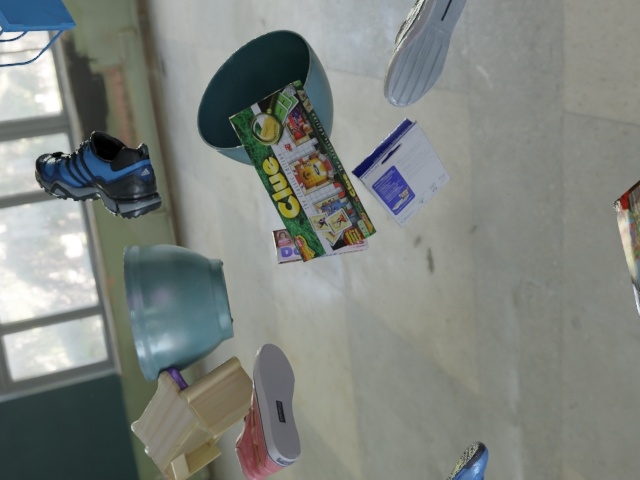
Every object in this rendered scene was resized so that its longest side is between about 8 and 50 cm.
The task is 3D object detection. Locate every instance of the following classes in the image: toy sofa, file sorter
[{"bbox_3d":[-0.275,0.382,1.809,0.177,0.150,0.362,50,141,13],"label":"toy sofa"},{"bbox_3d":[-0.435,-0.325,1.095,0.104,0.118,0.170,-33,87,33],"label":"file sorter"}]

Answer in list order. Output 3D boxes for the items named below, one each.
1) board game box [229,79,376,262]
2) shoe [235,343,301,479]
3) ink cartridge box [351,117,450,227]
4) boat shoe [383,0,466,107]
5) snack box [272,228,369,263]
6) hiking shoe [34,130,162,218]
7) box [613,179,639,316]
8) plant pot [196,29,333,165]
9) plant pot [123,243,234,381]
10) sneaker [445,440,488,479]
[{"bbox_3d":[-0.029,-0.102,1.277,0.136,0.030,0.259,-23,99,36],"label":"board game box"},{"bbox_3d":[-0.078,0.228,1.098,0.081,0.063,0.178,-41,43,32],"label":"shoe"},{"bbox_3d":[0.169,-0.149,1.755,0.065,0.165,0.333,47,-178,25],"label":"ink cartridge box"},{"bbox_3d":[0.160,-0.313,1.308,0.226,0.083,0.076,-60,26,-1],"label":"boat shoe"},{"bbox_3d":[0.000,0.000,1.580,0.022,0.178,0.064,118,142,-71],"label":"snack box"},{"bbox_3d":[-0.397,-0.136,1.472,0.304,0.113,0.132,15,115,31],"label":"hiking shoe"},{"bbox_3d":[0.534,0.040,1.236,0.201,0.057,0.293,105,160,-70],"label":"box"},{"bbox_3d":[-0.084,-0.264,1.729,0.195,0.290,0.290,38,-166,-44],"label":"plant pot"},{"bbox_3d":[-0.291,0.139,1.759,0.293,0.196,0.293,171,90,-84],"label":"plant pot"},{"bbox_3d":[0.248,0.417,1.377,0.082,0.069,0.209,29,127,13],"label":"sneaker"}]
